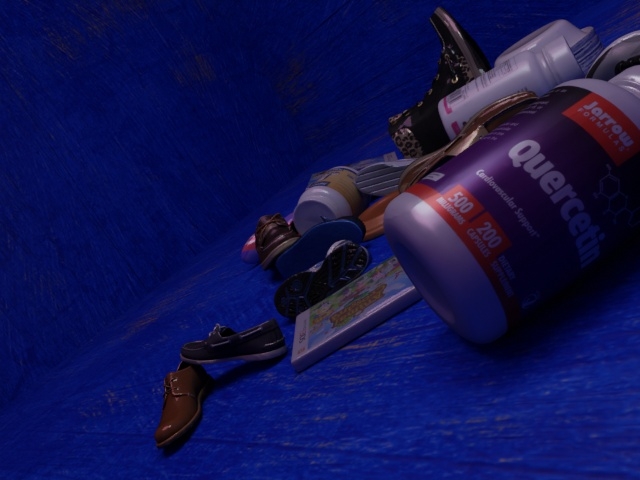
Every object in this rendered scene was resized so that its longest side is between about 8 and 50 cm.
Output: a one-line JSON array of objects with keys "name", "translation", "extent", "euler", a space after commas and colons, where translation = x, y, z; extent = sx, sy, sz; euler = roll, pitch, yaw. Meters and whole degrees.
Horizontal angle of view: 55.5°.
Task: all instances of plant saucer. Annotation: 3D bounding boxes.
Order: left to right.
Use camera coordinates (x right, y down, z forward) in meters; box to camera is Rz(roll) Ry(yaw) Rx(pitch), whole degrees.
[{"name": "plant saucer", "translation": [0.153, -0.067, 1.360], "extent": [0.200, 0.037, 0.200], "euler": [-33, 11, 7]}]

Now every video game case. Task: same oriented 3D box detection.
[{"name": "video game case", "translation": [0.050, 0.105, 0.952], "extent": [0.212, 0.023, 0.193], "euler": [-32, 11, 7]}, {"name": "video game case", "translation": [0.099, -0.181, 1.754], "extent": [0.269, 0.061, 0.244], "euler": [-14, 13, 8]}]

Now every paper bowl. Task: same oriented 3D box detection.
[{"name": "paper bowl", "translation": [0.560, -0.447, 1.544], "extent": [0.284, 0.148, 0.284], "euler": [-33, 12, 8]}]

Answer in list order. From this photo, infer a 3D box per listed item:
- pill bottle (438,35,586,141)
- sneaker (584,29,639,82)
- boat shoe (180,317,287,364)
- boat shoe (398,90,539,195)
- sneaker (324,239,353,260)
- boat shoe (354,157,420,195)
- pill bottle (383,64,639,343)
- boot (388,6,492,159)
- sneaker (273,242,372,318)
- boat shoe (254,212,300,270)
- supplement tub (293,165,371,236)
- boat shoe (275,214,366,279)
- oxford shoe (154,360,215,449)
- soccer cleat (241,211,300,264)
[{"name": "pill bottle", "translation": [0.410, -0.297, 1.290], "extent": [0.283, 0.160, 0.160], "euler": [-28, 13, 28]}, {"name": "sneaker", "translation": [0.586, -0.319, 1.053], "extent": [0.271, 0.100, 0.108], "euler": [-22, 21, 45]}, {"name": "boat shoe", "translation": [-0.151, 0.166, 1.021], "extent": [0.206, 0.065, 0.075], "euler": [-8, 6, 27]}, {"name": "boat shoe", "translation": [0.289, -0.149, 1.158], "extent": [0.324, 0.122, 0.120], "euler": [-38, 14, 25]}, {"name": "sneaker", "translation": [0.036, 0.048, 1.199], "extent": [0.058, 0.052, 0.135], "euler": [-6, 35, 47]}, {"name": "boat shoe", "translation": [0.199, -0.154, 1.471], "extent": [0.226, 0.083, 0.076], "euler": [-5, 6, 20]}, {"name": "pill bottle", "translation": [0.239, -0.047, 0.649], "extent": [0.322, 0.182, 0.181], "euler": [-35, 11, -5]}, {"name": "boot", "translation": [0.293, -0.372, 1.541], "extent": [0.284, 0.378, 0.138], "euler": [-34, -20, 29]}, {"name": "sneaker", "translation": [0.008, 0.078, 1.102], "extent": [0.211, 0.080, 0.081], "euler": [-31, -13, 21]}, {"name": "boat shoe", "translation": [-0.125, -0.005, 1.566], "extent": [0.123, 0.123, 0.342], "euler": [-33, 3, -5]}, {"name": "supplement tub", "translation": [0.030, -0.087, 1.515], "extent": [0.144, 0.144, 0.200], "euler": [-26, 13, 36]}, {"name": "boat shoe", "translation": [0.000, 0.000, 1.339], "extent": [0.258, 0.109, 0.089], "euler": [-22, 12, 39]}, {"name": "oxford shoe", "translation": [-0.233, 0.257, 0.982], "extent": [0.076, 0.076, 0.212], "euler": [-30, 13, 8]}, {"name": "soccer cleat", "translation": [-0.130, -0.011, 1.831], "extent": [0.248, 0.083, 0.095], "euler": [-33, 15, -12]}]
